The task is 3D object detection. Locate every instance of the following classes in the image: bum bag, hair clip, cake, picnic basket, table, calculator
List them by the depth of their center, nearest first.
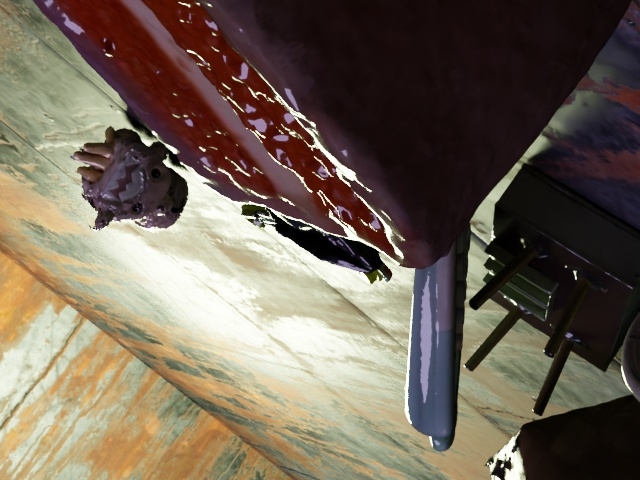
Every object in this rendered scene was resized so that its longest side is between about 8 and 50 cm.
[{"bbox_3d":[-0.014,-0.165,0.920,0.237,0.230,0.309,18,158,48],"label":"cake"},{"bbox_3d":[0.090,0.040,1.404,0.042,0.184,0.295,3,127,6],"label":"calculator"},{"bbox_3d":[0.176,0.053,1.461,0.122,0.111,0.240,33,167,14],"label":"table"},{"bbox_3d":[0.315,0.266,1.563,0.321,0.291,0.254,-8,166,-7],"label":"picnic basket"},{"bbox_3d":[-0.059,-0.081,1.658,0.310,0.074,0.137,45,177,-14],"label":"bum bag"},{"bbox_3d":[0.000,0.000,1.875,0.188,0.033,0.060,26,166,25],"label":"hair clip"}]

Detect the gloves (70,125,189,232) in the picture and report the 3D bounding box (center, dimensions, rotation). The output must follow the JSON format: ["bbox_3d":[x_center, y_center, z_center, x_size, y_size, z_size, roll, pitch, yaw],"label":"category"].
[{"bbox_3d":[-0.199,-0.062,2.017,0.094,0.110,0.144,18,-171,31],"label":"gloves"}]

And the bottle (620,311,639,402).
[{"bbox_3d":[0.332,0.135,1.356,0.253,0.120,0.120,42,165,-34],"label":"bottle"}]
